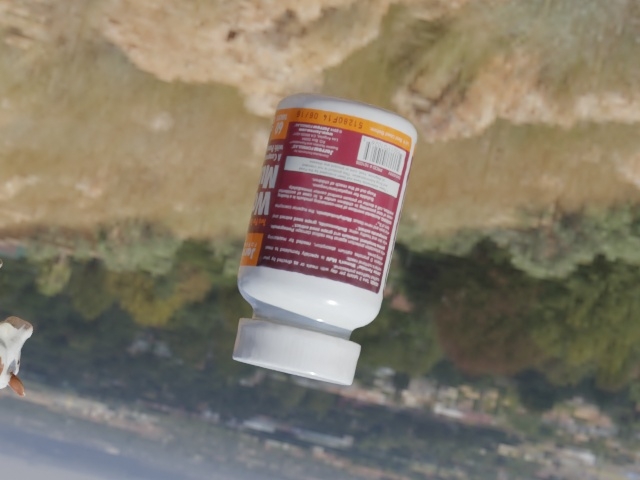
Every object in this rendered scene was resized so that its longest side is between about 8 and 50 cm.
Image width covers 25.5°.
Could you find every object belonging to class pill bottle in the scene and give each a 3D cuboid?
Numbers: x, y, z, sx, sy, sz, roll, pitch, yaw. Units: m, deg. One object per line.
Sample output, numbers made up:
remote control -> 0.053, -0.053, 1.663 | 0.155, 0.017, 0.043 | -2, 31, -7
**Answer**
pill bottle -> 0.000, 0.000, 1.157 | 0.121, 0.221, 0.121 | 13, 173, 2

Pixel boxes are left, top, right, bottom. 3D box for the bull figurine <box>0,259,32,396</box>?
bull figurine -> -0.417, 0.091, 1.422 | 0.310, 0.188, 0.101 | -8, -146, -38
